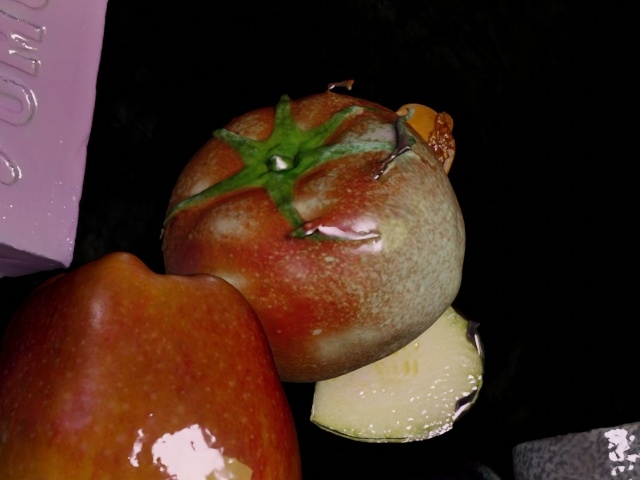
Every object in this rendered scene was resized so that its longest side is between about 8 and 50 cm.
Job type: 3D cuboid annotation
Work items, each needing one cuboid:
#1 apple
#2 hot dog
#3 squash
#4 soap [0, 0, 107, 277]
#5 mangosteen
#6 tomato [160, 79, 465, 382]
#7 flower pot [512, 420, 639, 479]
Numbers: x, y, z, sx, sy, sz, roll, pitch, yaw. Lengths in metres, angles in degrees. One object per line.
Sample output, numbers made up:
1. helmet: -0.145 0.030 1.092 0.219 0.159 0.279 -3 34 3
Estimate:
1. apple: -0.159 0.178 1.248 0.288 0.288 0.316 18 63 -44
2. hot dog: 0.100 -0.075 1.721 0.102 0.076 0.249 50 51 -25
3. squash: 0.092 0.149 1.649 0.085 0.184 0.192 80 21 -69
4. soap: -0.334 -0.142 1.246 0.285 0.107 0.296 18 69 -42
5. mangosteen: 0.120 0.338 1.578 0.243 0.243 0.243 11 74 -46
6. tomato: 0.000 0.000 1.476 0.303 0.303 0.239 -60 140 -36
7. flower pot: 0.387 0.371 1.812 0.299 0.299 0.282 2 72 -47
